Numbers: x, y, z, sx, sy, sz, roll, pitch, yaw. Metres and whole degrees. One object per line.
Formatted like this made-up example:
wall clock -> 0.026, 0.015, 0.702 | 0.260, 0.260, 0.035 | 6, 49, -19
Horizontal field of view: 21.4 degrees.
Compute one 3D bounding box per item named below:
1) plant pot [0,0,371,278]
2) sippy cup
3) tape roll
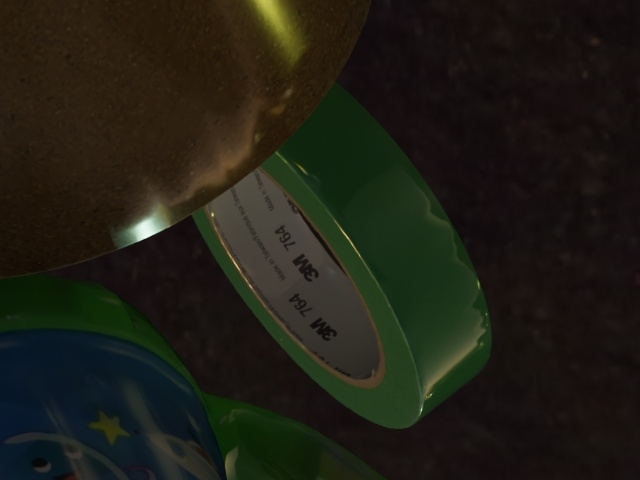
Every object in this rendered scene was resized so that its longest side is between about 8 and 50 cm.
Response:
plant pot -> -0.121, -0.153, 0.482 | 0.237, 0.237, 0.254 | -6, 145, 10
sippy cup -> -0.099, 0.167, 0.590 | 0.305, 0.224, 0.240 | -38, 140, -4
tape roll -> 0.000, 0.000, 1.350 | 0.077, 0.321, 0.321 | -37, 143, -19
